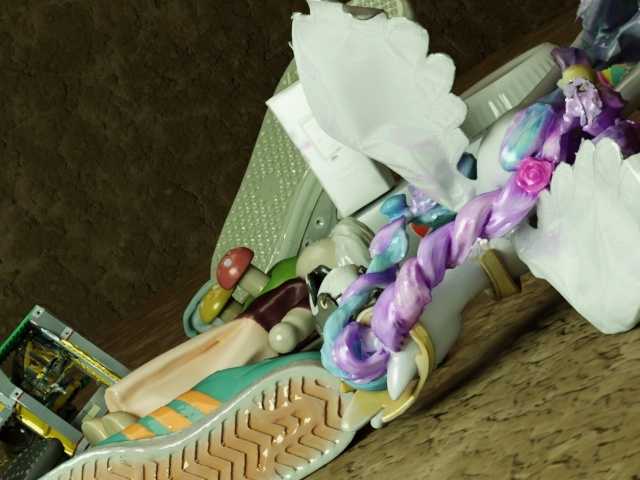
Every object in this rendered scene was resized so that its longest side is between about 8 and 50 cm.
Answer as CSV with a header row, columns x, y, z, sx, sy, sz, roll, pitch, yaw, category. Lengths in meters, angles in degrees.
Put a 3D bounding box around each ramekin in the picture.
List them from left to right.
x,y,z,sx,sy,sz,roll,pitch,yaw,category
0.265,-0.177,2.141,0.207,0.109,0.207,-33,5,3,ramekin

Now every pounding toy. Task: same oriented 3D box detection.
x,y,z,sx,sy,sz,roll,pitch,yaw,category
-0.071,0.058,1.742,0.183,0.110,0.237,-51,7,20,pounding toy

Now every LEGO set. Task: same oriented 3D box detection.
x,y,z,sx,sy,sz,roll,pitch,yaw,category
-0.290,0.243,1.615,0.331,0.192,0.255,-53,-4,-38,LEGO set

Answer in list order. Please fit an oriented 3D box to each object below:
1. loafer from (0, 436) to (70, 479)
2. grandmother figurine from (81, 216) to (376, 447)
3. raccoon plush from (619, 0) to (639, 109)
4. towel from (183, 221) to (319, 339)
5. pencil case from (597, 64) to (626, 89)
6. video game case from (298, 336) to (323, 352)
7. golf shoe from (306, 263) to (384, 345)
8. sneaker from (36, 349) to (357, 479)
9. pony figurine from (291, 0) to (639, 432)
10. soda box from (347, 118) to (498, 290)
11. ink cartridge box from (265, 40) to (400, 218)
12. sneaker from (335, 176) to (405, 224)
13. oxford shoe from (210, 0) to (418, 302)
x,y,z,sx,sy,sz,roll,pitch,yaw,category
-0.271,0.270,1.392,0.080,0.078,0.220,-23,24,47,loafer
-0.063,0.094,1.528,0.342,0.104,0.208,-39,16,-26,grandmother figurine
0.388,-0.332,1.788,0.216,0.299,0.446,-31,6,30,raccoon plush
0.000,0.000,2.272,0.374,0.090,0.320,-31,3,21,towel
0.417,-0.248,1.977,0.104,0.104,0.236,-30,5,34,pencil case
-0.025,0.139,1.534,0.193,0.023,0.212,-35,6,-7,video game case
0.034,0.070,1.355,0.077,0.094,0.198,-34,17,-16,golf shoe
-0.102,0.177,1.281,0.302,0.108,0.121,-25,6,7,sneaker
0.147,-0.045,1.144,0.363,0.303,0.351,-40,-24,-28,pony figurine
0.165,-0.058,1.779,0.286,0.091,0.098,-33,5,10,soda box
0.006,-0.131,1.810,0.067,0.198,0.115,-33,3,13,ink cartridge box
0.131,-0.047,1.980,0.122,0.110,0.283,-9,19,29,sneaker
0.006,-0.106,2.032,0.169,0.130,0.449,30,97,46,oxford shoe
